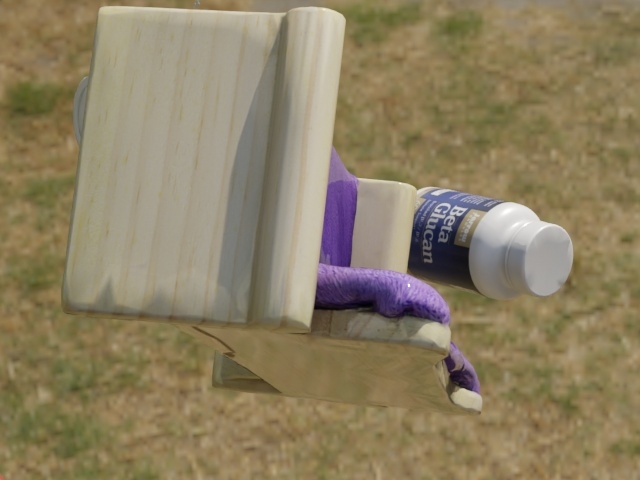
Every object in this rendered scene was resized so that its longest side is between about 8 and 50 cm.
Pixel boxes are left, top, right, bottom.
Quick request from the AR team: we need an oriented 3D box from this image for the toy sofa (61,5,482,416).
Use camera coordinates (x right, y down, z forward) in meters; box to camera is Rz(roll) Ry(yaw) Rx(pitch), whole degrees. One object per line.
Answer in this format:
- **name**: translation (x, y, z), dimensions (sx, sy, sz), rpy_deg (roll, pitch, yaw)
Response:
- **toy sofa**: translation (0.000, 0.000, 0.869), dimensions (0.177, 0.150, 0.362), rpy_deg (4, -11, 10)

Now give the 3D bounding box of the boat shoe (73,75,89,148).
- **boat shoe**: translation (-0.088, -0.098, 1.352), dimensions (0.099, 0.116, 0.319), rpy_deg (-6, 12, -40)

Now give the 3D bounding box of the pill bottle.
- **pill bottle**: translation (0.156, 0.005, 1.534), dimensions (0.094, 0.094, 0.169), rpy_deg (-29, 27, -33)

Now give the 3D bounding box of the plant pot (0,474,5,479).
- **plant pot**: translation (-0.434, 0.254, 1.626), dimensions (0.191, 0.191, 0.174), rpy_deg (-27, 62, -31)

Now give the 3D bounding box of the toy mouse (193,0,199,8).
- **toy mouse**: translation (-0.118, -0.294, 1.427), dimensions (0.031, 0.161, 0.143), rpy_deg (0, 38, -1)
